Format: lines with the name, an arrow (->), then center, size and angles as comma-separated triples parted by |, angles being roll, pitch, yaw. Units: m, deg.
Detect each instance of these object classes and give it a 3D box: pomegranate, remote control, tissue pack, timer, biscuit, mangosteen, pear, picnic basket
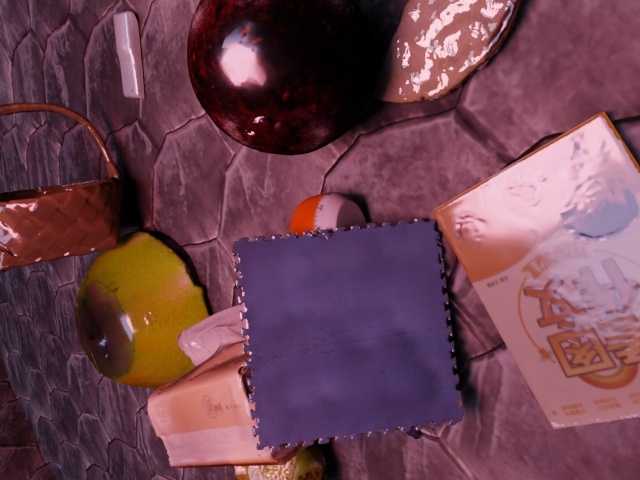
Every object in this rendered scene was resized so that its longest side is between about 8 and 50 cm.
pomegranate -> -0.060, 0.404, 0.784 | 0.169, 0.122, 0.143 | -17, 72, 36
remote control -> -0.387, -0.370, 0.898 | 0.061, 0.029, 0.162 | 15, 112, 38
tissue pack -> -0.125, 0.220, 0.731 | 0.305, 0.238, 0.239 | -29, 84, 42
timer -> 0.000, 0.000, 0.636 | 0.136, 0.099, 0.136 | 1, 91, 36
biscuit -> 0.149, -0.255, 0.484 | 0.133, 0.032, 0.250 | 36, 122, 27
mangosteen -> -0.042, -0.236, 0.541 | 0.228, 0.228, 0.265 | -9, 67, 41
pear -> -0.421, 0.176, 0.992 | 0.398, 0.165, 0.399 | 12, 110, 37
picnic basket -> -0.576, -0.129, 0.937 | 0.337, 0.293, 0.337 | 38, 136, 50

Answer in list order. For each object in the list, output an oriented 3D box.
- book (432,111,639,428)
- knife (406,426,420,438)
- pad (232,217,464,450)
book -> 0.274, 0.047, 0.477 | 0.208, 0.020, 0.295 | -34, 81, 40
knife -> 0.106, 0.247, 0.668 | 0.031, 0.018, 0.121 | -41, 74, 4
pad -> 0.034, 0.114, 0.558 | 0.269, 0.012, 0.269 | -5, 88, -2
